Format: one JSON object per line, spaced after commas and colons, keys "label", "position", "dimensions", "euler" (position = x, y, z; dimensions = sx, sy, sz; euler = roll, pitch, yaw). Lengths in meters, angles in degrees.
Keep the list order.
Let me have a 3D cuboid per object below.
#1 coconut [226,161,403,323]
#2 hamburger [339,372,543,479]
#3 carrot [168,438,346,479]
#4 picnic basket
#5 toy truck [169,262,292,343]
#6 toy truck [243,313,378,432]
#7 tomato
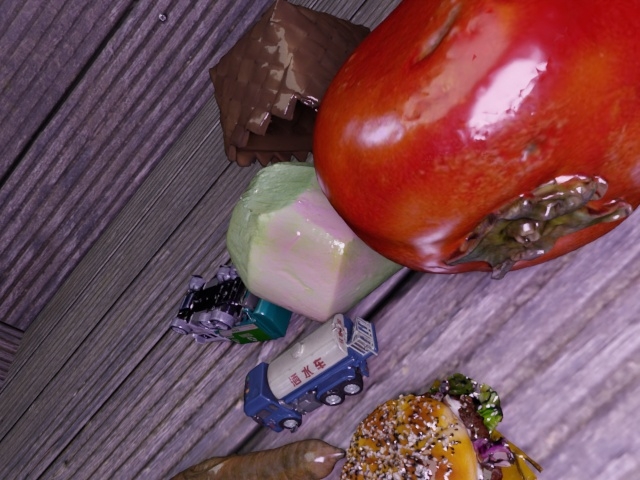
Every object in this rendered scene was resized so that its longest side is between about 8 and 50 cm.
{"label": "coconut", "position": [0.000, 0.000, 0.659], "dimensions": [0.235, 0.235, 0.205], "euler": [20, 93, 60]}
{"label": "hamburger", "position": [0.086, 0.201, 0.429], "dimensions": [0.164, 0.093, 0.190], "euler": [10, 65, 59]}
{"label": "carrot", "position": [-0.103, 0.301, 0.631], "dimensions": [0.342, 0.070, 0.070], "euler": [-32, 36, 31]}
{"label": "picnic basket", "position": [-0.005, -0.189, 0.820], "dimensions": [0.254, 0.291, 0.321], "euler": [-22, 86, 41]}
{"label": "toy truck", "position": [-0.147, 0.113, 0.834], "dimensions": [0.253, 0.124, 0.114], "euler": [-21, 42, 47]}
{"label": "toy truck", "position": [-0.013, 0.166, 0.616], "dimensions": [0.201, 0.088, 0.074], "euler": [-39, 34, 26]}
{"label": "tomato", "position": [0.163, -0.118, 0.474], "dimensions": [0.325, 0.292, 0.290], "euler": [-41, 42, 39]}
